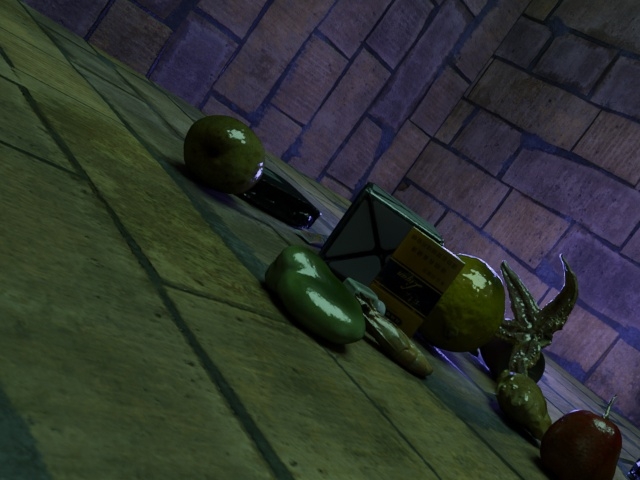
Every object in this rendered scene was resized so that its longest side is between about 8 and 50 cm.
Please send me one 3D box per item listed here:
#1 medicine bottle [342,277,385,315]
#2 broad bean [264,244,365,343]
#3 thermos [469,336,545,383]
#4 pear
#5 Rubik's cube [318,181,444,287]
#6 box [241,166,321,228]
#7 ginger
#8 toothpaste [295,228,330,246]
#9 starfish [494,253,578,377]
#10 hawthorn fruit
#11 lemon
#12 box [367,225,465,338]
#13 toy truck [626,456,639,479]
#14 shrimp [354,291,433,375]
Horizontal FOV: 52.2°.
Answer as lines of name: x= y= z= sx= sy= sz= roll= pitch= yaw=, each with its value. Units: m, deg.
medicine bottle: x=0.085 y=0.137 z=1.412 sx=0.118 sy=0.074 sz=0.055 roll=30 pitch=9 yaw=-42
broad bean: x=-0.008 y=0.104 z=1.192 sx=0.169 sy=0.100 sz=0.228 roll=17 pitch=31 yaw=-42
thermos: x=0.534 y=0.330 z=1.965 sx=0.176 sy=0.146 sz=0.265 roll=2 pitch=13 yaw=-11
pear: x=-0.253 y=-0.227 z=1.691 sx=0.228 sy=0.188 sz=0.211 roll=36 pitch=1 yaw=6
Rubik's cube: x=0.162 y=0.015 z=1.810 sx=0.254 sy=0.259 sz=0.260 roll=34 pitch=12 yaw=-1
box: x=-0.193 y=-0.183 z=2.045 sx=0.359 sy=0.091 sz=0.350 roll=29 pitch=10 yaw=-37
ginger: x=0.478 y=0.378 z=1.540 sx=0.157 sy=0.102 sz=0.216 roll=42 pitch=11 yaw=-1
toothpaste: x=0.000 y=0.000 z=1.975 sx=0.067 sy=0.043 sz=0.194 roll=44 pitch=17 yaw=31
starfish: x=0.552 y=0.213 z=1.813 sx=0.383 sy=0.398 sz=0.132 roll=33 pitch=-10 yaw=46
hawthorn fruit: x=0.541 y=0.402 z=1.313 sx=0.162 sy=0.204 sz=0.162 roll=31 pitch=8 yaw=-5
lemon: x=0.364 y=0.169 z=1.727 sx=0.253 sy=0.253 sz=0.310 roll=35 pitch=30 yaw=-5
box: x=0.211 y=0.104 z=1.546 sx=0.152 sy=0.237 sz=0.070 roll=37 pitch=3 yaw=5
toy truck: x=0.921 y=0.669 z=1.786 sx=0.100 sy=0.077 sz=0.169 roll=33 pitch=7 yaw=3
shrimp: x=0.151 y=0.193 z=1.371 sx=0.236 sy=0.053 sz=0.133 roll=43 pitch=23 yaw=-5
